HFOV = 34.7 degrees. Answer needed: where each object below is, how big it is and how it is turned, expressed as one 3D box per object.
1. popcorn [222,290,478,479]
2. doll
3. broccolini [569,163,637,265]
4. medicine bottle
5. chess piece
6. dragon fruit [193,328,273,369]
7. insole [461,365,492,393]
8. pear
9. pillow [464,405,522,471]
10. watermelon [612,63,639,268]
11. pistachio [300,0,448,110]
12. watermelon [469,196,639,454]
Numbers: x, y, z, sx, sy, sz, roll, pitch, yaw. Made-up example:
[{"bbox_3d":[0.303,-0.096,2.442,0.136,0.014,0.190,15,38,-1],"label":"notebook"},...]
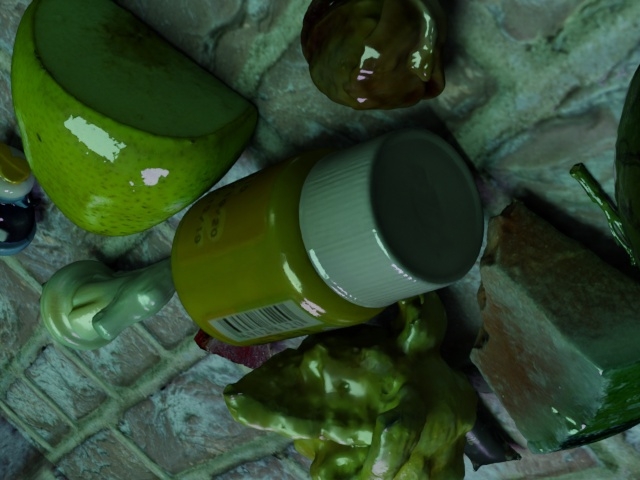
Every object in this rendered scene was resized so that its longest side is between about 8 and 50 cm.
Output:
[{"bbox_3d":[0.067,0.237,1.388,0.290,0.321,0.325,63,166,-18],"label":"popcorn"},{"bbox_3d":[-0.612,-0.068,1.924,0.177,0.141,0.314,37,144,0],"label":"doll"},{"bbox_3d":[0.319,-0.027,1.101,0.140,0.030,0.035,52,140,-7],"label":"broccolini"},{"bbox_3d":[0.000,0.000,1.276,0.384,0.224,0.224,-19,114,49],"label":"medicine bottle"},{"bbox_3d":[-0.372,0.111,1.847,0.298,0.176,0.176,-10,121,50],"label":"chess piece"},{"bbox_3d":[-0.136,0.159,1.747,0.147,0.096,0.102,28,173,-40],"label":"dragon fruit"},{"bbox_3d":[0.266,0.186,1.418,0.065,0.006,0.193,50,147,-13],"label":"insole"},{"bbox_3d":[-0.299,-0.140,1.427,0.342,0.238,0.318,37,139,8],"label":"pear"},{"bbox_3d":[0.224,0.283,1.535,0.150,0.048,0.090,52,151,-12],"label":"pillow"},{"bbox_3d":[0.391,-0.050,0.714,0.363,0.363,0.363,27,145,22],"label":"watermelon"},{"bbox_3d":[0.053,-0.199,1.086,0.165,0.130,0.210,47,156,-13],"label":"pistachio"},{"bbox_3d":[0.285,0.132,1.188,0.302,0.151,0.264,34,155,17],"label":"watermelon"}]
